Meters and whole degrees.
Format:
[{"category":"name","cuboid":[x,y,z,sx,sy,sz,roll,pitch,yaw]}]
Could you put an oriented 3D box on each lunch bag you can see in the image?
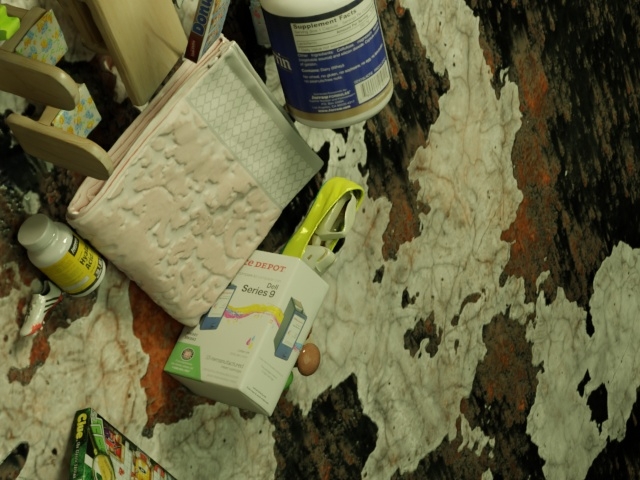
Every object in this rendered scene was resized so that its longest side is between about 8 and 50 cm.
[{"category":"lunch bag","cuboid":[-0.061,-0.328,2.117,0.083,0.053,0.071,-24,120,-18]}]

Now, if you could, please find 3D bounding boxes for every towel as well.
[{"category":"towel","cuboid":[-0.157,-0.071,1.964,0.317,0.053,0.332,-51,144,-9]}]

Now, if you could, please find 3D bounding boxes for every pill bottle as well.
[{"category":"pill bottle","cuboid":[-0.329,0.017,1.846,0.116,0.065,0.065,48,61,-45]},{"category":"pill bottle","cuboid":[0.003,-0.295,1.953,0.153,0.153,0.264,-45,136,-36]}]

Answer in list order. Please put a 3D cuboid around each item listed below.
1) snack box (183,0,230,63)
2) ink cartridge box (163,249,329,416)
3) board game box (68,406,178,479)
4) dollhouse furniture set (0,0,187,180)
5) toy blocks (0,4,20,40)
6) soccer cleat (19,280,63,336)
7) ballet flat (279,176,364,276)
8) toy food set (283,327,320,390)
[{"category":"snack box","cuboid":[-0.123,-0.292,1.727,0.064,0.022,0.178,-58,174,-42]},{"category":"ink cartridge box","cuboid":[-0.104,0.124,2.083,0.093,0.154,0.212,46,63,-45]},{"category":"board game box","cuboid":[-0.257,0.347,1.995,0.259,0.030,0.136,50,32,-45]},{"category":"dollhouse furniture set","cuboid":[-0.211,-0.313,1.693,0.362,0.256,0.394,-59,153,-25]},{"category":"toy blocks","cuboid":[-0.486,-0.314,1.346,0.191,0.381,0.261,-78,168,-67]},{"category":"soccer cleat","cuboid":[-0.360,0.087,1.856,0.083,0.029,0.035,-55,127,-33]},{"category":"ballet flat","cuboid":[0.000,0.000,2.250,0.231,0.077,0.077,-62,139,-22]},{"category":"toy food set","cuboid":[-0.056,0.171,2.224,0.218,0.071,0.128,-29,120,-45]}]
